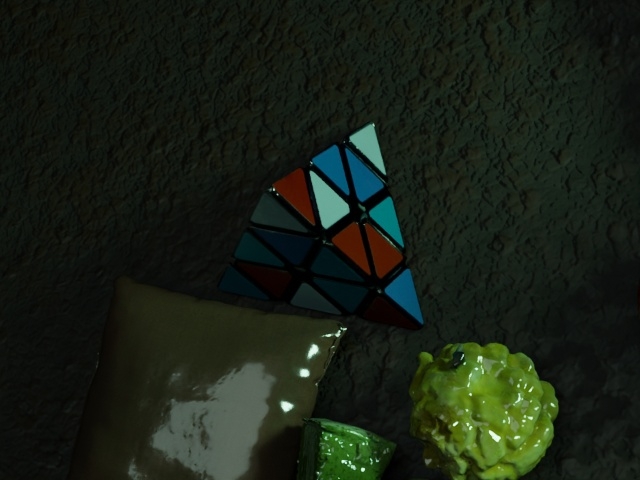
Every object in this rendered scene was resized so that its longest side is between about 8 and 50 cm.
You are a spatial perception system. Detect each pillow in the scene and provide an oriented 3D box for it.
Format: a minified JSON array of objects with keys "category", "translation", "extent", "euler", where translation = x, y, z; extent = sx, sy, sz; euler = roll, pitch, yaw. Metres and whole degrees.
[{"category":"pillow","translation":[-0.149,0.215,1.622],"extent":[0.305,0.108,0.308],"euler":[11,80,18]}]

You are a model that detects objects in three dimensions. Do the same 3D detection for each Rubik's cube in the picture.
[{"category":"Rubik's cube","translation":[0.000,0.000,1.565],"extent":[0.284,0.234,0.250],"euler":[-43,65,3]}]

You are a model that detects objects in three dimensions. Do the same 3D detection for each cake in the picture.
[{"category":"cake","translation":[0.021,0.320,1.522],"extent":[0.099,0.100,0.235],"euler":[7,86,-12]}]

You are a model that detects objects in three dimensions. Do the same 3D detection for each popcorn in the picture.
[{"category":"popcorn","translation":[0.171,0.186,1.489],"extent":[0.173,0.142,0.173],"euler":[-3,79,15]}]

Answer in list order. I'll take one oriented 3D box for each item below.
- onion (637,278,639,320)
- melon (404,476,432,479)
[{"category":"onion","translation":[0.448,0.062,1.417],"extent":[0.230,0.163,0.230],"euler":[-3,75,11]},{"category":"melon","translation":[0.095,0.324,1.500],"extent":[0.098,0.098,0.131],"euler":[28,87,26]}]
